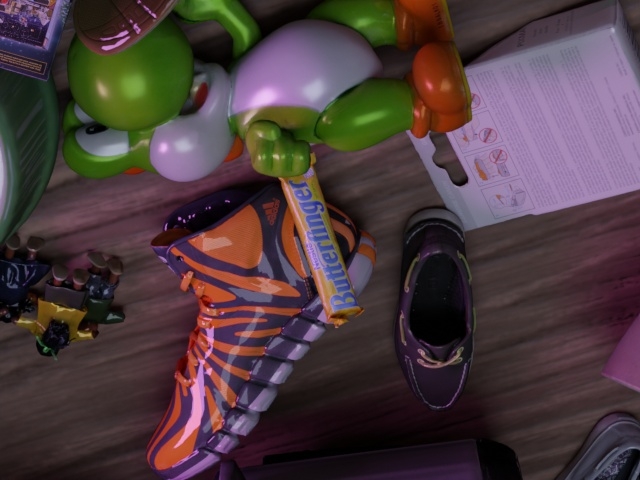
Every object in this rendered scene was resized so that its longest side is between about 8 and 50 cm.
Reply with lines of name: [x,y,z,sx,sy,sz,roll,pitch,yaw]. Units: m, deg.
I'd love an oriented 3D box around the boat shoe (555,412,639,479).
boat shoe: [0.290,0.269,1.919,0.066,0.063,0.184,23,116,-19]

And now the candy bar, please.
candy bar: [0.000,0.000,1.661,0.040,0.018,0.161,-20,97,-18]

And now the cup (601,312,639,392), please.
cup: [0.462,0.087,1.707,0.331,0.331,0.237,24,90,-19]

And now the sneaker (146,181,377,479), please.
sneaker: [-0.107,0.072,1.737,0.180,0.124,0.321,33,102,-19]

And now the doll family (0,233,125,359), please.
doll family: [-0.280,0.061,1.731,0.193,0.076,0.111,17,123,-10]

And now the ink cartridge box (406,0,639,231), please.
ink cartridge box: [0.201,-0.111,1.696,0.224,0.056,0.181,-14,124,25]

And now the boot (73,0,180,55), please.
boot: [-0.100,-0.240,1.497,0.077,0.165,0.213,43,109,10]

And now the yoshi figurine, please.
yoshi figurine: [-0.063,-0.148,1.564,0.362,0.203,0.203,-14,106,6]

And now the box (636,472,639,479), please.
box: [0.399,0.346,1.985,0.175,0.051,0.220,9,121,-11]

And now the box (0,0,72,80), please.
box: [-0.298,-0.229,1.387,0.233,0.044,0.159,16,123,-13]

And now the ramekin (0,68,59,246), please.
ramekin: [-0.381,-0.085,1.548,0.303,0.148,0.303,0,112,1]

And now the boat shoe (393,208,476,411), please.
boat shoe: [0.111,0.082,1.780,0.081,0.069,0.228,-4,122,2]

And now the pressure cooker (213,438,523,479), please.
pressure cooker: [0.010,0.387,1.772,0.420,0.375,0.370,-8,81,3]
